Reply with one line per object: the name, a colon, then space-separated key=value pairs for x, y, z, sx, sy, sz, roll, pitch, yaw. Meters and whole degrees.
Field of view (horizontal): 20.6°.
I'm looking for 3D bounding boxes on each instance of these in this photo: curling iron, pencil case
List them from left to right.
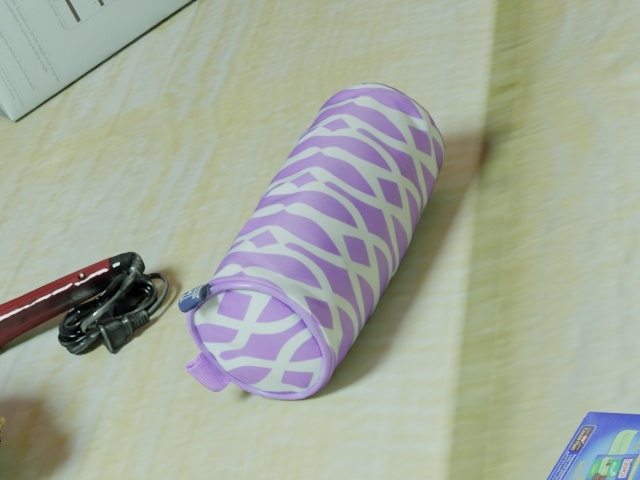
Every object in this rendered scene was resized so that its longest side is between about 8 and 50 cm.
curling iron: x=-0.219 y=0.067 z=1.074 sx=0.274 sy=0.035 sz=0.068 roll=-18 pitch=29 yaw=16
pencil case: x=0.000 y=0.000 z=0.952 sx=0.088 sy=0.086 sz=0.206 roll=-40 pitch=11 yaw=44

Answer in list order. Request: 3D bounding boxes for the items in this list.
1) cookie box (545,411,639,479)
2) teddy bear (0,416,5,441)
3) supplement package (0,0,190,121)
cookie box: x=0.136 y=0.112 z=0.678 sx=0.107 sy=0.040 sz=0.092 roll=-1 pitch=37 yaw=41
teddy bear: x=-0.331 y=0.148 z=0.904 sx=0.338 sy=0.113 sz=0.245 roll=-35 pitch=-6 yaw=-2
supplement package: x=-0.211 y=-0.229 z=1.466 sx=0.244 sy=0.134 sz=0.139 roll=-37 pitch=29 yaw=-17
